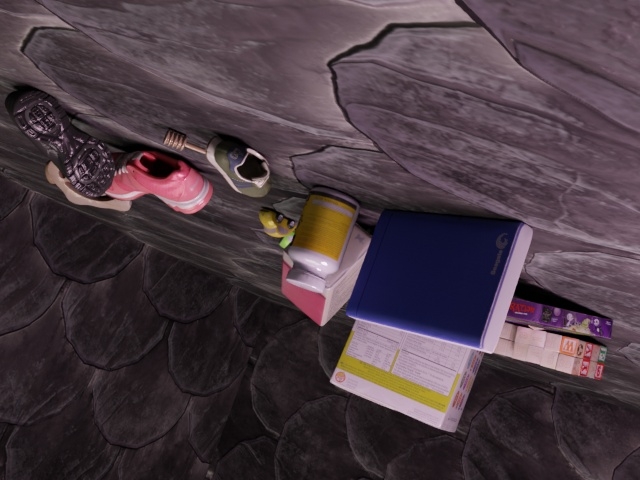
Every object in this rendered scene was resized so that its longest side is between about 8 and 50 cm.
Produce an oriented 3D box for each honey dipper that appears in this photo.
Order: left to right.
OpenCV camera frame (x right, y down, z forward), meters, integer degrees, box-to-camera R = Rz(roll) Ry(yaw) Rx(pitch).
[{"bbox_3d":[-0.212,-0.166,1.546,0.161,0.030,0.030,18,172,-18],"label":"honey dipper"}]

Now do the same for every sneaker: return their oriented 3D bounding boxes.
[{"bbox_3d":[-0.532,-0.206,1.707,0.130,0.109,0.286,26,156,46],"label":"sneaker"},{"bbox_3d":[-0.383,-0.157,1.790,0.314,0.115,0.136,12,154,24],"label":"sneaker"},{"bbox_3d":[-0.124,-0.120,1.492,0.086,0.064,0.192,20,169,32],"label":"sneaker"}]

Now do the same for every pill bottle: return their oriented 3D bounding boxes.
[{"bbox_3d":[0.000,0.000,1.557,0.103,0.184,0.103,19,170,4],"label":"pill bottle"}]

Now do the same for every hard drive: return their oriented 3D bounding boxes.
[{"bbox_3d":[0.191,0.058,1.411,0.040,0.210,0.319,28,168,-37],"label":"hard drive"}]

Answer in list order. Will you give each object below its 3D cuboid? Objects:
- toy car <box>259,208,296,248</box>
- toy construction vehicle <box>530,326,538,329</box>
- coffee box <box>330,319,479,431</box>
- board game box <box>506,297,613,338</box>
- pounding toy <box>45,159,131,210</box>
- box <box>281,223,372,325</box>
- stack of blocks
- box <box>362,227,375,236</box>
[{"bbox_3d":[-0.060,-0.005,2.055,0.239,0.053,0.225,22,170,-11],"label":"toy car"},{"bbox_3d":[0.522,0.205,2.098,0.098,0.035,0.086,18,170,14],"label":"toy construction vehicle"},{"bbox_3d":[0.279,0.340,2.446,0.338,0.334,0.337,20,172,19],"label":"coffee box"},{"bbox_3d":[0.431,0.155,1.796,0.347,0.056,0.208,13,170,-27],"label":"board game box"},{"bbox_3d":[-0.548,-0.186,1.999,0.270,0.154,0.154,9,140,10],"label":"pounding toy"},{"bbox_3d":[0.011,0.056,1.726,0.127,0.148,0.232,40,159,14],"label":"box"},{"bbox_3d":[0.571,0.280,2.181,0.297,0.087,0.171,11,176,45],"label":"stack of blocks"},{"bbox_3d":[0.170,0.039,1.816,0.232,0.058,0.322,25,168,-28],"label":"box"}]
